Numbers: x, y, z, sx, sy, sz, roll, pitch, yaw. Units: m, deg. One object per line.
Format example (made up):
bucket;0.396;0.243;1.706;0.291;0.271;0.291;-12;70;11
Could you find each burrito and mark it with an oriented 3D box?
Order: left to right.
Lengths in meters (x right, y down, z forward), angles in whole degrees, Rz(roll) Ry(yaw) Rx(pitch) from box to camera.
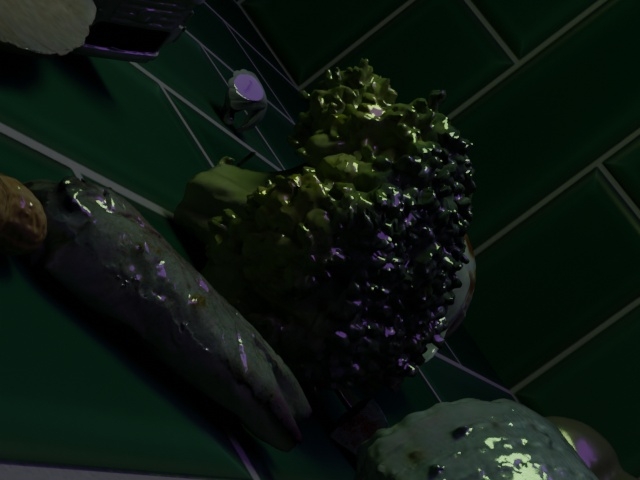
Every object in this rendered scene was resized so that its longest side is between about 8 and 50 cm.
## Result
burrito;-0.107;0.057;0.899;0.309;0.066;0.096;46;16;-36

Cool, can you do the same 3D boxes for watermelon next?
watermelon;0.036;0.200;1.194;0.061;0.085;0.085;-1;40;-27

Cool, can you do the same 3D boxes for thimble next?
thimble;0.134;0.240;0.970;0.250;0.205;0.172;37;16;-30

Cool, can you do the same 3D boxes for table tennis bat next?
table tennis bat;0.038;0.187;1.344;0.083;0.007;0.050;54;8;18

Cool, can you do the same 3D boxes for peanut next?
peanut;-0.208;-0.020;0.737;0.054;0.054;0.113;57;9;24

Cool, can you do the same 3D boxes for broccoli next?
broccoli;-0.006;0.009;1.181;0.281;0.348;0.293;24;-47;24

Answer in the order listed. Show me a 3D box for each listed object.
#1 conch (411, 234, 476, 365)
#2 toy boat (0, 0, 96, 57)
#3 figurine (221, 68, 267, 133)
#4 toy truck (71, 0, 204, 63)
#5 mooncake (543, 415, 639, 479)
conch;0.093;0.058;1.547;0.368;0.197;0.249;42;49;-52
toy boat;-0.302;-0.259;1.067;0.276;0.111;0.293;28;36;-60
figurine;-0.126;-0.213;1.883;0.082;0.086;0.094;36;55;-13
toy truck;-0.265;-0.355;1.319;0.176;0.178;0.363;-2;48;-46
mooncake;0.222;0.291;1.196;0.275;0.135;0.275;20;41;-18
